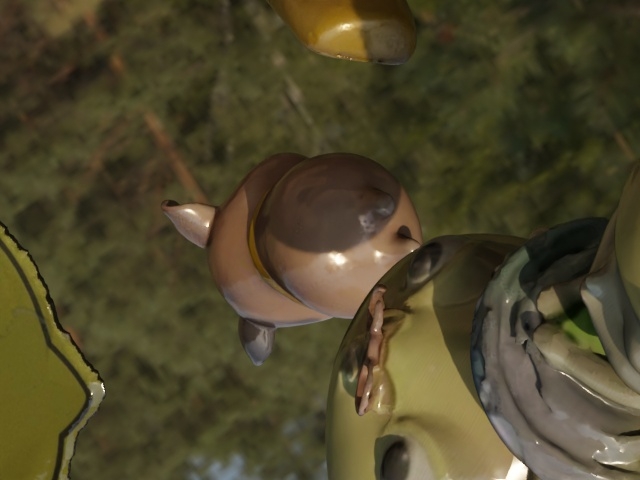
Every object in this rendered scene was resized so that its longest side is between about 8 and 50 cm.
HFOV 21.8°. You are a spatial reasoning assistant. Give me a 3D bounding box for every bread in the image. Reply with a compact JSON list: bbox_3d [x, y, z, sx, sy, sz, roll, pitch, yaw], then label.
[{"bbox_3d":[0.014,-0.150,1.008,0.115,0.082,0.056,-122,-135,-58],"label":"bread"}]

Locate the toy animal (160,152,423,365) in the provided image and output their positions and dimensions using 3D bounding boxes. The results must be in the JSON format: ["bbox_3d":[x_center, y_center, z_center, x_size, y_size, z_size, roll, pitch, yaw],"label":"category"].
[{"bbox_3d":[0.000,0.003,1.354,0.149,0.165,0.248,-25,-176,-36],"label":"toy animal"}]

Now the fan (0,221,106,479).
[{"bbox_3d":[-0.257,0.076,0.931,0.335,0.229,0.011,1,-167,30],"label":"fan"}]

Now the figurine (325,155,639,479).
[{"bbox_3d":[0.158,0.053,0.734,0.394,0.275,0.226,117,-20,-62],"label":"figurine"}]
